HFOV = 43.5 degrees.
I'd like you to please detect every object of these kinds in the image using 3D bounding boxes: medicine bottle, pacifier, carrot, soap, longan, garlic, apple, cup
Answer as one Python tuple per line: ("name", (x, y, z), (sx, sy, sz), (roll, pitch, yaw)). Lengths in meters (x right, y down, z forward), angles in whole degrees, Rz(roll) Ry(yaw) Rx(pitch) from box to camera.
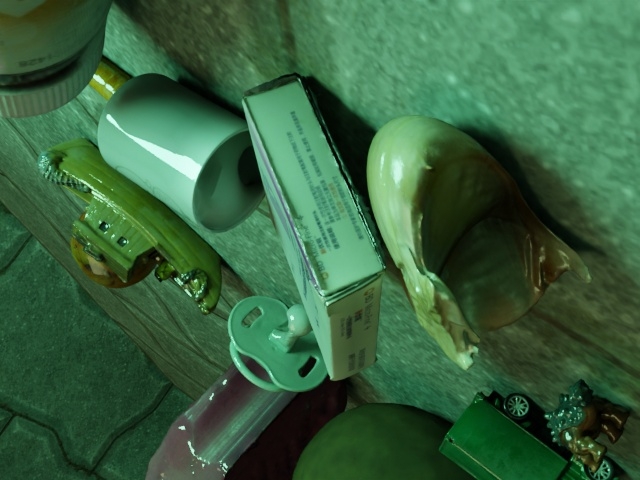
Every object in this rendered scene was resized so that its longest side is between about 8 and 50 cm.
("medicine bottle", (-0.220, -0.197, 0.544), (0.165, 0.165, 0.273), (43, 162, -3))
("pacifier", (-0.048, 0.124, 1.022), (0.150, 0.127, 0.116), (46, 138, 8))
("carrot", (-0.237, -0.179, 0.819), (0.190, 0.037, 0.037), (39, 161, 14))
("soap", (-0.104, 0.285, 1.131), (0.127, 0.325, 0.220), (35, 158, 33))
("longan", (0.086, 0.318, 0.941), (0.258, 0.258, 0.258), (37, 161, 15))
("medicine bottle", (0.000, 0.000, 0.606), (0.201, 0.052, 0.171), (85, 165, -66))
("garlic", (0.085, -0.004, 0.492), (0.124, 0.099, 0.174), (50, 170, 50))
("apple", (-0.326, 0.009, 1.269), (0.146, 0.146, 0.146), (37, 161, 15))
("cup", (-0.114, -0.068, 0.717), (0.133, 0.099, 0.136), (31, 158, 28))

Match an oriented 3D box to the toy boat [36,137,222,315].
("toy boat", (-0.268, -0.011, 1.125), (0.321, 0.121, 0.089), (42, 156, 2))

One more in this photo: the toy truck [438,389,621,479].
("toy truck", (0.192, 0.201, 0.733), (0.147, 0.079, 0.065), (34, 160, 16))

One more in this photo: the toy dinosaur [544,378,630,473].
("toy dinosaur", (0.205, 0.142, 0.624), (0.055, 0.049, 0.154), (35, 165, 31))
